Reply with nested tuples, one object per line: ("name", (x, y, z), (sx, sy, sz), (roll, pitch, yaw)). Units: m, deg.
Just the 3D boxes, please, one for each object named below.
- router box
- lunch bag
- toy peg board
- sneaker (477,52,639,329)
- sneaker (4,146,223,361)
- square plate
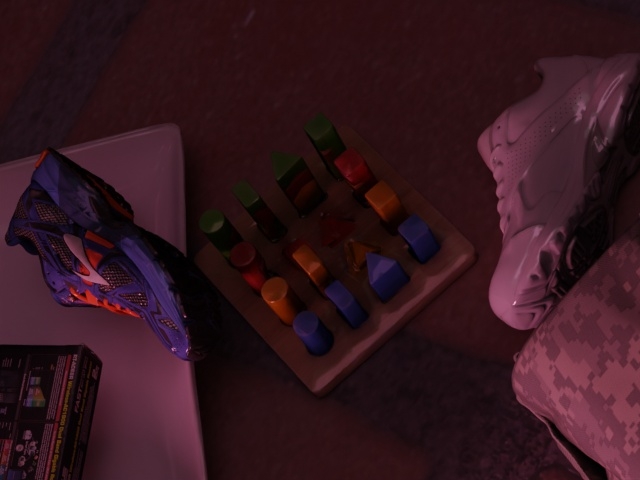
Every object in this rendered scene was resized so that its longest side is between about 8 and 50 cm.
("router box", (-0.216, 0.136, 1.358), (0.092, 0.038, 0.122), (0, 65, 19))
("lunch bag", (0.281, 0.115, 1.157), (0.256, 0.212, 0.305), (-41, 55, 16))
("toy peg board", (0.000, 0.000, 1.385), (0.161, 0.079, 0.160), (-42, 59, -4))
("sneaker", (0.160, -0.038, 1.354), (0.115, 0.090, 0.232), (11, 60, 30))
("sneaker", (-0.153, 0.025, 1.379), (0.087, 0.083, 0.221), (-52, 54, 5))
("square plate", (-0.251, 0.101, 1.439), (0.344, 0.049, 0.347), (-13, 62, 12))
